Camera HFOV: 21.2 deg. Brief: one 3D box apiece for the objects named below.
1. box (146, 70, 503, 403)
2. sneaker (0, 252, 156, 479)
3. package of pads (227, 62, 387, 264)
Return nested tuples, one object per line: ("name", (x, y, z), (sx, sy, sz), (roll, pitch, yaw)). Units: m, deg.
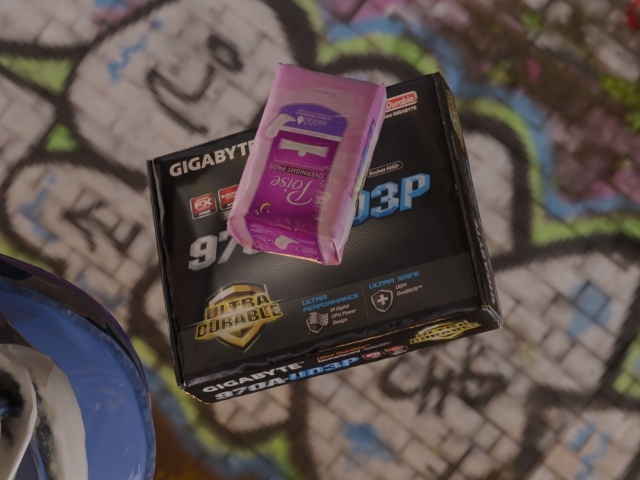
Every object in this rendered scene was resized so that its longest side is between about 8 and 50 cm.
("box", (0.000, 0.000, 1.163), (0.051, 0.220, 0.175), (44, -146, -64))
("sneaker", (-0.072, 0.076, 0.267), (0.236, 0.130, 0.323), (5, -171, 35))
("package of pads", (-0.005, -0.034, 0.743), (0.050, 0.083, 0.032), (12, 157, 14))
